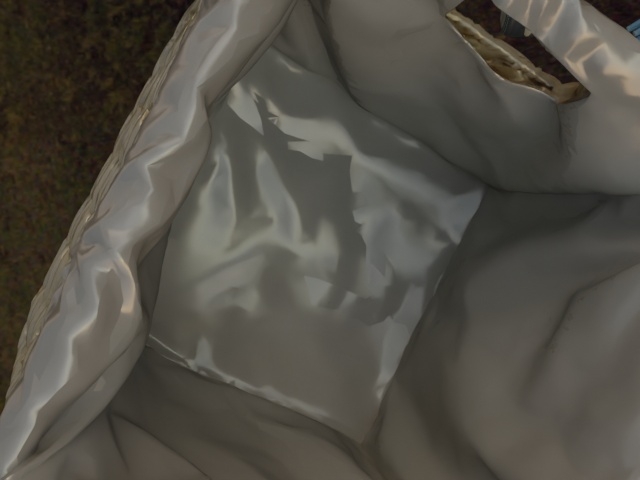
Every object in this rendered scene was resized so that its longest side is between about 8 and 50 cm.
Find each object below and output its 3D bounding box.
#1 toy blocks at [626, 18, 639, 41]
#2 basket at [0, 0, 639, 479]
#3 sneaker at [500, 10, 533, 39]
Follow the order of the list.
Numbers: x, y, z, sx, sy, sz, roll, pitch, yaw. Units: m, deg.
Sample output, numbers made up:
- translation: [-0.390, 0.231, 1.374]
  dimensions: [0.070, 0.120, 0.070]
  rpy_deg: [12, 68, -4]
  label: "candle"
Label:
- translation: [0.460, -0.281, 0.971]
  dimensions: [0.148, 0.123, 0.054]
  rpy_deg: [-26, 75, 6]
  label: "toy blocks"
- translation: [0.020, 0.015, 0.465]
  dimensions: [0.331, 0.328, 0.266]
  rpy_deg: [-64, 22, -2]
  label: "basket"
- translation: [0.151, -0.311, 0.655]
  dimensions: [0.122, 0.110, 0.283]
  rpy_deg: [-1, 129, 12]
  label: "sneaker"
